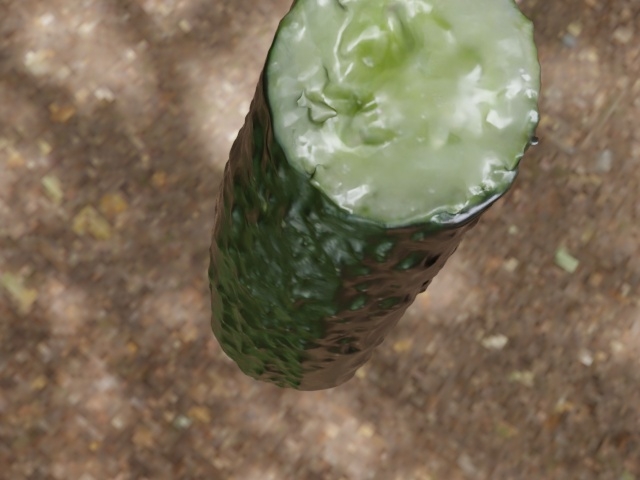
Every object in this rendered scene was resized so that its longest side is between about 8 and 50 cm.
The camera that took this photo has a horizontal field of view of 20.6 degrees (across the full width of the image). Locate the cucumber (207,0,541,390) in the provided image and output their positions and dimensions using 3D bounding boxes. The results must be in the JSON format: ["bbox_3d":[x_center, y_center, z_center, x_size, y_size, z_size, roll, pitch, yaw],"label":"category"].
[{"bbox_3d":[0.000,0.000,0.412,0.052,0.058,0.214,21,162,-2],"label":"cucumber"}]
